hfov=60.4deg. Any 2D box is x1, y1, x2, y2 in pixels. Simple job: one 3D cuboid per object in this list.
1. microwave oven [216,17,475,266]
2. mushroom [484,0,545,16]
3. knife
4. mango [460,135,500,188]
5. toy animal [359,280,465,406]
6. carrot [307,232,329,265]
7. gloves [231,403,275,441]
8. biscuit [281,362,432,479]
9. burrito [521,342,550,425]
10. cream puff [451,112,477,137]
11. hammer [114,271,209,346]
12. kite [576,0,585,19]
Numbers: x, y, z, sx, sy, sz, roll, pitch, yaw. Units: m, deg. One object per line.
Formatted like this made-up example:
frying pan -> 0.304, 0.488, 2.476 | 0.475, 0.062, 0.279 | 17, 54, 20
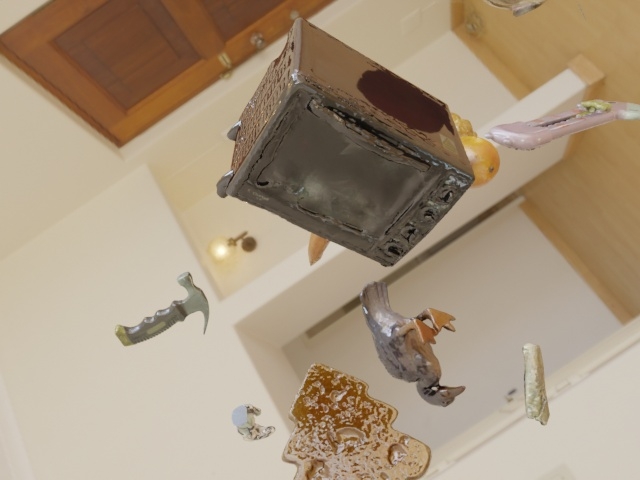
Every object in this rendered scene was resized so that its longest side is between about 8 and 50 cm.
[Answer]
microwave oven -> 0.029, -0.104, 0.656 | 0.247, 0.178, 0.188 | 23, -140, -21
mushroom -> 0.368, -0.543, 1.005 | 0.184, 0.255, 0.255 | -4, -132, -38
knife -> 0.462, -0.223, 1.010 | 0.132, 0.398, 0.038 | 30, 131, 47
mango -> 0.378, -0.211, 1.414 | 0.219, 0.145, 0.112 | -94, -13, -59
toy animal -> 0.190, 0.218, 1.182 | 0.298, 0.122, 0.185 | 41, 140, 21
carrot -> 0.000, 0.000, 1.548 | 0.072, 0.072, 0.205 | 57, 143, 38
gloves -> -0.248, 0.674, 2.010 | 0.127, 0.111, 0.212 | 40, 162, 40
biscuit -> 0.047, 0.358, 0.993 | 0.043, 0.278, 0.301 | 89, 164, -57
burrito -> 0.454, 0.301, 1.165 | 0.051, 0.042, 0.171 | 19, -115, -28
cream puff -> 0.394, -0.304, 1.958 | 0.231, 0.343, 0.327 | 65, -162, -8
hammer -> -0.383, 0.192, 1.345 | 0.159, 0.226, 0.041 | 65, 173, -18
kite -> 0.565, -0.511, 1.200 | 0.044, 0.002, 0.078 | 12, -121, -57
